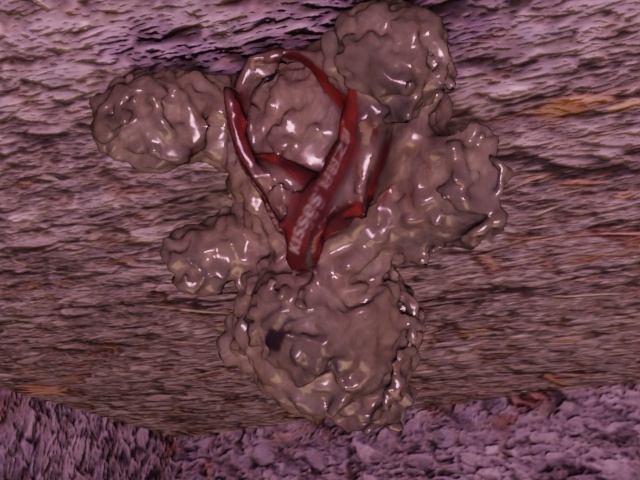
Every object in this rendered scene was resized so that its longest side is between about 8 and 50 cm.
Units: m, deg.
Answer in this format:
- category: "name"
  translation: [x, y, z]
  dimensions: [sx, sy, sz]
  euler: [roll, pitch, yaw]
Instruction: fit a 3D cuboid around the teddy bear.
- category: "teddy bear"
  translation: [0.000, 0.000, 1.016]
  dimensions: [0.357, 0.368, 0.224]
  euler: [-8, -179, 28]
